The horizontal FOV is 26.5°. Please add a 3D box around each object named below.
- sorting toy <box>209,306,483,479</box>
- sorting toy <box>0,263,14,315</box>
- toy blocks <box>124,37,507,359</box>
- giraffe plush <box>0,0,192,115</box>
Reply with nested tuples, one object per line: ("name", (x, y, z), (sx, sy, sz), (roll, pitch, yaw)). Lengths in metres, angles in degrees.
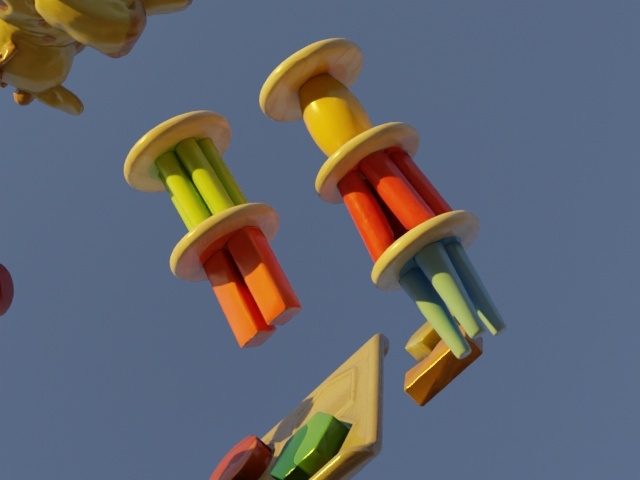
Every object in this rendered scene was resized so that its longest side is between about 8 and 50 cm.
("sorting toy", (0.000, 0.144, 1.053), (0.041, 0.229, 0.307), (44, -73, -8))
("sorting toy", (-0.305, 0.111, 1.005), (0.046, 0.274, 0.132), (-3, -35, 28))
("toy blocks", (0.000, 0.000, 0.583), (0.123, 0.054, 0.148), (-29, -113, -6))
("giraffe plush", (-0.232, -0.194, 1.171), (0.210, 0.170, 0.181), (-25, -108, -32))
